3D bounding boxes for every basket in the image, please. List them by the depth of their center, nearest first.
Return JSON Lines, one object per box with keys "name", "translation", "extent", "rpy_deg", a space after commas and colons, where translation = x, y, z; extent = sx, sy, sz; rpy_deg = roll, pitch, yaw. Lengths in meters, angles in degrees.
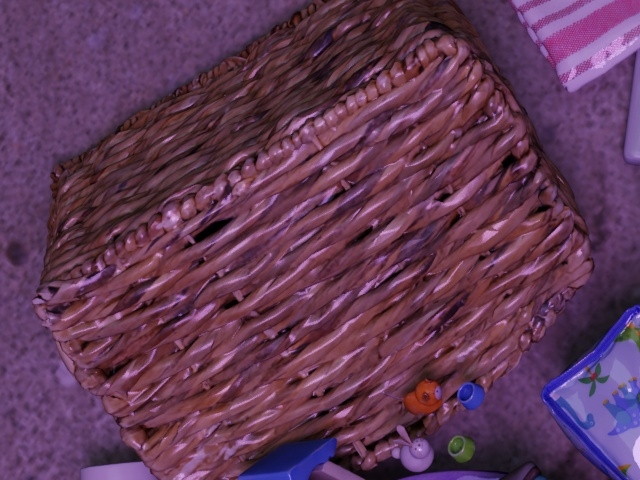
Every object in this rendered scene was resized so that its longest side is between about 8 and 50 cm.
{"name": "basket", "translation": [0.000, 0.000, 1.079], "extent": [0.299, 0.223, 0.213], "rpy_deg": [-32, 111, 7]}

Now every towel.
{"name": "towel", "translation": [0.161, -0.206, 1.085], "extent": [0.144, 0.029, 0.197], "rpy_deg": [-35, 71, 14]}

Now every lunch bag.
{"name": "lunch bag", "translation": [0.204, 0.119, 0.998], "extent": [0.096, 0.129, 0.151], "rpy_deg": [-45, 78, 7]}

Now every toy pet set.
{"name": "toy pet set", "translation": [0.017, 0.128, 0.959], "extent": [0.114, 0.065, 0.122], "rpy_deg": [-12, 56, 43]}

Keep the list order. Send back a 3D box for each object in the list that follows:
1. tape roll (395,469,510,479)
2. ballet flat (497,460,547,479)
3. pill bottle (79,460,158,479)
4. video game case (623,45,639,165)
{"name": "tape roll", "translation": [0.089, 0.272, 1.025], "extent": [0.274, 0.090, 0.275], "rpy_deg": [-2, 83, 12]}
{"name": "ballet flat", "translation": [0.054, 0.210, 0.961], "extent": [0.068, 0.072, 0.213], "rpy_deg": [22, 88, 23]}
{"name": "pill bottle", "translation": [-0.120, 0.199, 1.093], "extent": [0.067, 0.067, 0.120], "rpy_deg": [-8, 81, 12]}
{"name": "video game case", "translation": [0.309, -0.136, 1.062], "extent": [0.226, 0.026, 0.206], "rpy_deg": [7, 84, 14]}
